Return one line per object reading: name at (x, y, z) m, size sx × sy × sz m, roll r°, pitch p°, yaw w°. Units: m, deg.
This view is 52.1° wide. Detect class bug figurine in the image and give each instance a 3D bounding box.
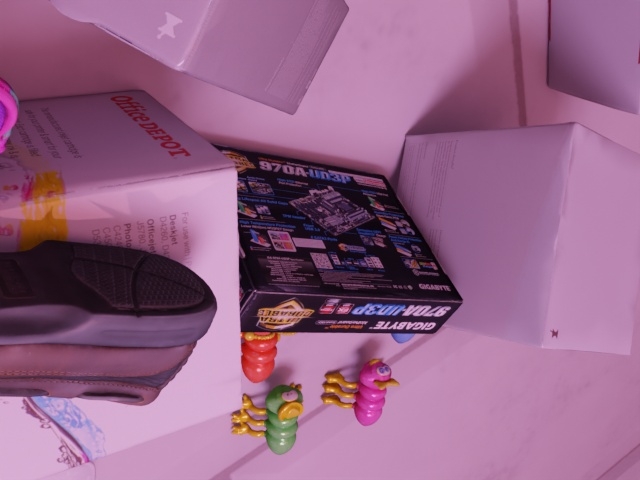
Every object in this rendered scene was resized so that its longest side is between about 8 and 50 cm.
bug figurine at (0.014, 0.134, 0.734) m, size 0.279 × 0.072 × 0.216 m, roll -10°, pitch 120°, yaw -30°

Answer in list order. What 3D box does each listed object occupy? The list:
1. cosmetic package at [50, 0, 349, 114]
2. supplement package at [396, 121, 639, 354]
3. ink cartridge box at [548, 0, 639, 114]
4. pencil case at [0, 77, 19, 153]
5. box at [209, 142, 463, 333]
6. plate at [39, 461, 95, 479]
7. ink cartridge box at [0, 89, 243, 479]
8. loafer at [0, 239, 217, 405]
cosmetic package at (-0.072, -0.155, 0.404) m, size 0.127 × 0.238 × 0.107 m, roll 30°, pitch 97°, yaw 5°
supplement package at (0.190, -0.001, 0.655) m, size 0.149 × 0.203 × 0.194 m, roll 11°, pitch 87°, yaw -37°
ink cartridge box at (0.361, -0.241, 0.722) m, size 0.176 × 0.127 × 0.128 m, roll -28°, pitch 127°, yaw -19°
pencil case at (-0.220, -0.131, 0.323) m, size 0.105 × 0.236 × 0.104 m, roll -20°, pitch 155°, yaw -10°
box at (0.000, 0.000, 0.581) m, size 0.220 × 0.175 × 0.051 m, roll 5°, pitch 132°, yaw -36°
plate at (-0.364, 0.329, 0.604) m, size 0.278 × 0.045 × 0.277 m, roll -2°, pitch 115°, yaw -34°
ink cartridge box at (-0.213, 0.026, 0.442) m, size 0.270 × 0.198 × 0.197 m, roll -13°, pitch 120°, yaw -27°
loafer at (-0.175, 0.044, 0.290) m, size 0.268 × 0.096 × 0.084 m, roll 9°, pitch 114°, yaw -38°
